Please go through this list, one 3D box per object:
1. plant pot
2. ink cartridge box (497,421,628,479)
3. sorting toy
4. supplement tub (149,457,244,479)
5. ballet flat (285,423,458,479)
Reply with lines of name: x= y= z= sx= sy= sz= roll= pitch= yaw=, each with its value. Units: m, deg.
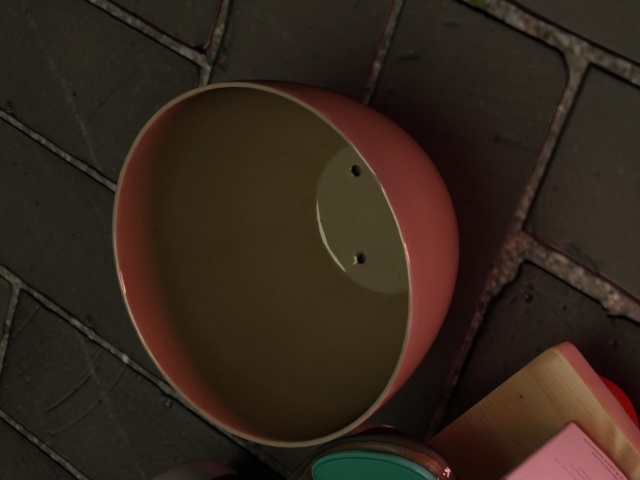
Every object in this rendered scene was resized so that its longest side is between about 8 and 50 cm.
plant pot: x=0.000 y=0.000 z=1.123 sx=0.284 sy=0.191 sz=0.284 roll=11 pitch=109 yaw=33
ink cartridge box: x=0.115 y=0.238 z=0.977 sx=0.092 sy=0.218 sz=0.158 roll=48 pitch=125 yaw=15
sorting toy: x=0.198 y=0.240 z=1.112 sx=0.255 sy=0.089 sz=0.257 roll=-44 pitch=76 yaw=36
supplement tub: x=-0.066 y=0.381 z=1.253 sx=0.325 sy=0.235 sz=0.235 roll=41 pitch=123 yaw=20
ballet flat: x=0.023 y=0.195 z=1.103 sx=0.095 sy=0.096 sz=0.280 roll=53 pitch=136 yaw=-5
